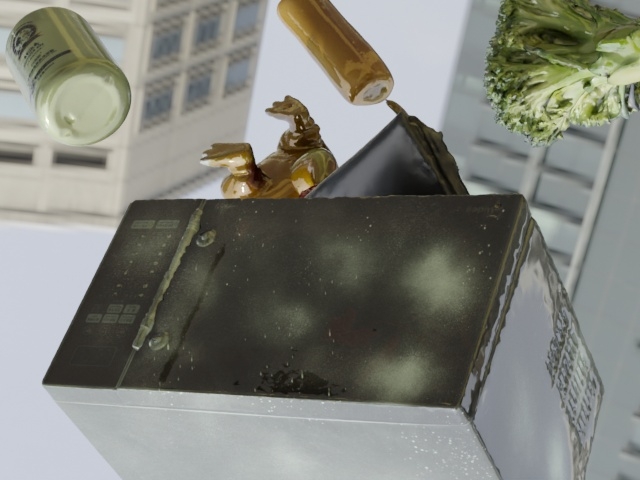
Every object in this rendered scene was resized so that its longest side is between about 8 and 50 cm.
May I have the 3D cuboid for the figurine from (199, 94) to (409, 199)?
[{"bbox_3d":[-0.024,0.019,2.152,0.268,0.387,0.401,1,-146,26],"label":"figurine"}]

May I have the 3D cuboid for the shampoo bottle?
[{"bbox_3d":[-0.214,-0.145,1.246,0.079,0.079,0.162,-2,-148,-26],"label":"shampoo bottle"}]

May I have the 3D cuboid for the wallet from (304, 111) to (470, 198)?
[{"bbox_3d":[0.041,0.026,1.656,0.051,0.377,0.197,-24,-101,-43],"label":"wallet"}]

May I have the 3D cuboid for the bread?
[{"bbox_3d":[0.021,-0.303,2.312,0.092,0.074,0.239,-12,-128,-38],"label":"bread"}]

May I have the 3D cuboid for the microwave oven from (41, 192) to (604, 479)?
[{"bbox_3d":[0.017,0.149,1.475,0.432,0.374,0.236,1,-130,29],"label":"microwave oven"}]

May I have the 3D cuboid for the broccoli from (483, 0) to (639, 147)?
[{"bbox_3d":[0.344,-0.227,1.789,0.252,0.221,0.361,18,168,-14],"label":"broccoli"}]
